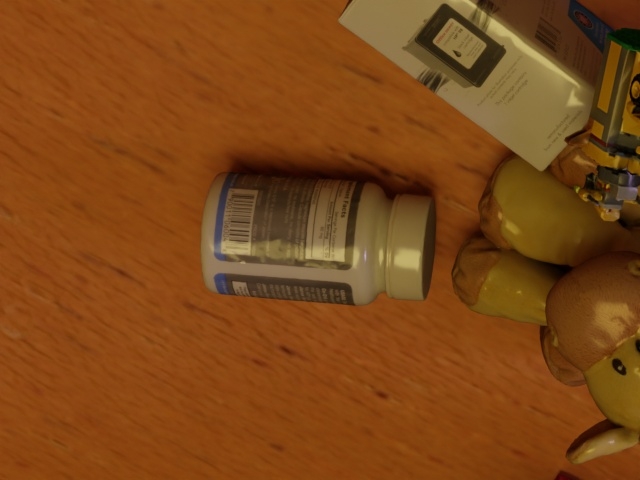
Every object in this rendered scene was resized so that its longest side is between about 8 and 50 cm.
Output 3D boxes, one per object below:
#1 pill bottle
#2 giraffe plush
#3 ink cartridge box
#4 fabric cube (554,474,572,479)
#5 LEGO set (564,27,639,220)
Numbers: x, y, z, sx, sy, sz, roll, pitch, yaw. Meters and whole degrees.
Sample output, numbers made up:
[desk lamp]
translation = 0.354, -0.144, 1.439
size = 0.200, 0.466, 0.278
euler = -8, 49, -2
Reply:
[pill bottle]
translation = 0.000, 0.000, 1.110
size = 0.137, 0.078, 0.078
euler = 5, 119, 9
[giraffe plush]
translation = 0.183, 0.045, 1.043
size = 0.210, 0.170, 0.181
euler = 22, 120, -1
[ink cartridge box]
translation = 0.077, -0.131, 1.009
size = 0.180, 0.104, 0.060
euler = 36, 120, -8
[fabric cube]
translation = 0.210, 0.358, 1.160
size = 0.258, 0.254, 0.259
euler = 24, 119, -1
[LEGO set]
translation = 0.284, 0.018, 0.921
size = 0.331, 0.255, 0.192
euler = 0, 111, -28
